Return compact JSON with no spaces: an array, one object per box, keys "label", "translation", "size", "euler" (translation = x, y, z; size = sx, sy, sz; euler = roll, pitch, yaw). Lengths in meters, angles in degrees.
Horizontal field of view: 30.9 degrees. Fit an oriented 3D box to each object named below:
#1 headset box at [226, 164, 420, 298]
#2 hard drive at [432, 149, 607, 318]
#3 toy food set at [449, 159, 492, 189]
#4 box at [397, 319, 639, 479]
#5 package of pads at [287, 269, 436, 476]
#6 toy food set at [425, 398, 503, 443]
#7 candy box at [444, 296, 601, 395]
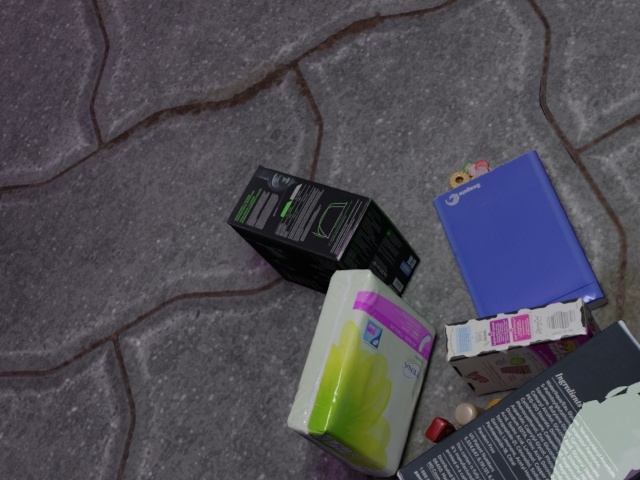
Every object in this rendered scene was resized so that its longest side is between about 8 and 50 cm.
[{"label":"headset box","translation":[0.000,0.000,2.133],"size":[0.283,0.246,0.131],"euler":[18,72,35]},{"label":"hard drive","translation":[0.346,0.015,2.054],"size":[0.210,0.040,0.319],"euler":[-26,58,13]},{"label":"toy food set","translation":[0.290,-0.113,2.183],"size":[0.082,0.020,0.083],"euler":[-41,52,2]},{"label":"box","translation":[0.365,0.354,1.704],"size":[0.395,0.293,0.212],"euler":[-36,53,6]},{"label":"package of pads","translation":[0.076,0.230,1.972],"size":[0.101,0.229,0.297],"euler":[-1,60,39]},{"label":"toy food set","translation":[0.234,0.353,1.912],"size":[0.111,0.104,0.232],"euler":[31,91,32]},{"label":"candy box","translation":[0.339,0.177,1.904],"size":[0.233,0.159,0.071],"euler":[-14,56,20]}]
